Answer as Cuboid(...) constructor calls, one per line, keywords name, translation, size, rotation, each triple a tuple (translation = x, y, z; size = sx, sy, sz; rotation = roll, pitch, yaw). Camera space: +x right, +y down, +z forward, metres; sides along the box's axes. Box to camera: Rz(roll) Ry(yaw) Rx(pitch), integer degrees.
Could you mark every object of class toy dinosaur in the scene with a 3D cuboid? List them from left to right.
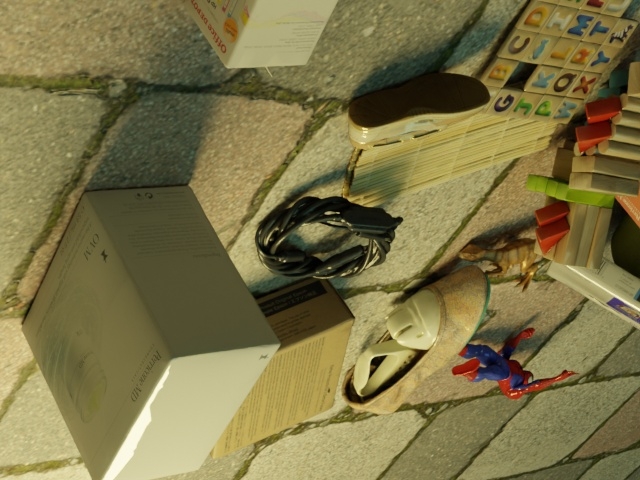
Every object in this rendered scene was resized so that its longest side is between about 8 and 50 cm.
Cuboid(name="toy dinosaur", translation=(0.297, 0.015, 1.913), size=(0.212, 0.064, 0.112), rotation=(-19, 147, -24))

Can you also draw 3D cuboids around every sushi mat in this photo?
Cuboid(name="sushi mat", translation=(0.170, -0.122, 1.624), size=(0.317, 0.019, 0.151), rotation=(-19, 149, -24))

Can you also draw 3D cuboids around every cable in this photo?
Cuboid(name="cable", translation=(0.000, 0.000, 1.611), size=(0.185, 0.047, 0.150), rotation=(2, 150, -28))

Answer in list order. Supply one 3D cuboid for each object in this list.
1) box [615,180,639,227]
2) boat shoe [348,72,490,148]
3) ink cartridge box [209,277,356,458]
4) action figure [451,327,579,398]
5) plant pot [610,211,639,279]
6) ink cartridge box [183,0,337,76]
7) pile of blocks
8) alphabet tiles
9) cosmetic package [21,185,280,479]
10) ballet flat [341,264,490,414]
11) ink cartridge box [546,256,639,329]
Cuboid(name="box", translation=(0.456, -0.124, 1.787), size=(0.091, 0.130, 0.170), rotation=(-19, 148, -26))
Cuboid(name="boat shoe", translation=(0.107, -0.142, 1.492), size=(0.170, 0.063, 0.059), rotation=(-12, 149, -16))
Cuboid(name="ink cartridge box", translation=(-0.070, 0.168, 1.757), size=(0.193, 0.088, 0.234), rotation=(-21, 149, -23))
Cuboid(name="action figure", translation=(0.314, 0.190, 2.160), size=(0.139, 0.091, 0.280), rotation=(-28, 153, 18))
Cuboid(name="plant pot", translation=(0.581, -0.027, 1.964), size=(0.275, 0.274, 0.293), rotation=(-5, 156, -40))
Cuboid(name="ink cartridge box", translation=(-0.049, -0.221, 1.177), size=(0.090, 0.092, 0.143), rotation=(-8, 142, -37))
Cuboid(name="pile of blocks", translation=(0.344, -0.123, 1.695), size=(0.113, 0.149, 0.362), rotation=(7, 123, -31))
Cuboid(name="alphabet tiles", translation=(0.291, -0.236, 1.554), size=(0.198, 0.009, 0.237), rotation=(1, 132, -42))
Cuboid(name="cosmetic package", translation=(-0.185, 0.100, 1.397), size=(0.138, 0.224, 0.224), rotation=(-6, 141, -40))
Cuboid(name="ballet flat", translation=(0.127, 0.150, 1.918), size=(0.106, 0.107, 0.316), rotation=(7, 133, -31))
Cuboid(name="ink cartridge box", translation=(0.434, 0.074, 1.971), size=(0.045, 0.206, 0.208), rotation=(-58, 171, -4))
